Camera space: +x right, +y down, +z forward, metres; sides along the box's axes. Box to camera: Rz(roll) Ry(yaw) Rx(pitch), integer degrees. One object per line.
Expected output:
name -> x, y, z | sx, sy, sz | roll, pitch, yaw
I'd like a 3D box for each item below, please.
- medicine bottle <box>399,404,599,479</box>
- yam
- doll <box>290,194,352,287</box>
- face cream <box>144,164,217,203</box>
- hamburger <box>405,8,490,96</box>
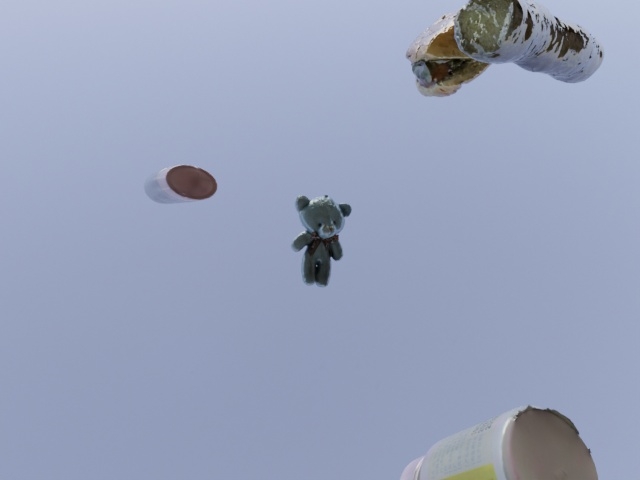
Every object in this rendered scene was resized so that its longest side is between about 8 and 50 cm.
medicine bottle -> 0.325, 0.474, 1.011 | 0.213, 0.379, 0.214 | 14, -128, -19
yam -> 0.212, -0.187, 0.495 | 0.252, 0.061, 0.061 | -10, -103, -46
doll -> 0.002, -0.001, 1.014 | 0.120, 0.075, 0.180 | 8, -101, -20
face cream -> -0.237, -0.091, 0.853 | 0.084, 0.198, 0.057 | 13, -95, -30
hamburger -> 0.332, -0.485, 1.379 | 0.209, 0.330, 0.162 | -44, -66, -17
